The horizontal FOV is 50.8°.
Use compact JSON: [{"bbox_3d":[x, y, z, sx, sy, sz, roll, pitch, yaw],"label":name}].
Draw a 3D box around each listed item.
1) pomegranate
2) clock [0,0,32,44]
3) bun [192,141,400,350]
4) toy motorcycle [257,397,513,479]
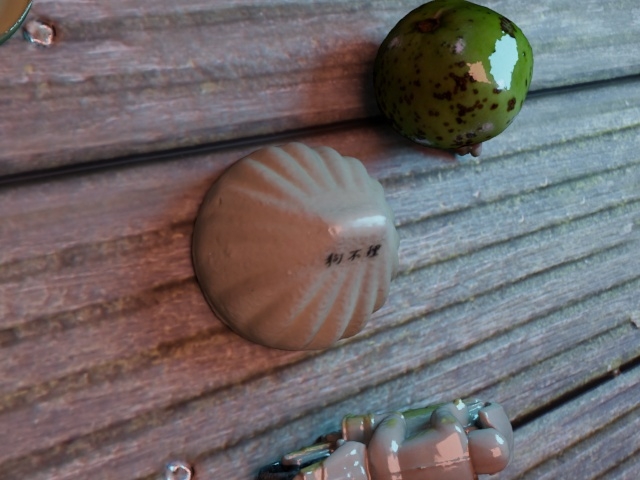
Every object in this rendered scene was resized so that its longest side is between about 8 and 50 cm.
[{"bbox_3d":[0.184,-0.202,0.920,0.214,0.214,0.248,-63,147,-22],"label":"pomegranate"},{"bbox_3d":[-0.405,-0.292,0.668,0.235,0.029,0.235,5,80,-30],"label":"clock"},{"bbox_3d":[0.000,0.000,0.777,0.263,0.175,0.263,5,80,-28],"label":"bun"},{"bbox_3d":[0.105,0.244,0.773,0.341,0.223,0.107,-6,82,-29],"label":"toy motorcycle"}]
